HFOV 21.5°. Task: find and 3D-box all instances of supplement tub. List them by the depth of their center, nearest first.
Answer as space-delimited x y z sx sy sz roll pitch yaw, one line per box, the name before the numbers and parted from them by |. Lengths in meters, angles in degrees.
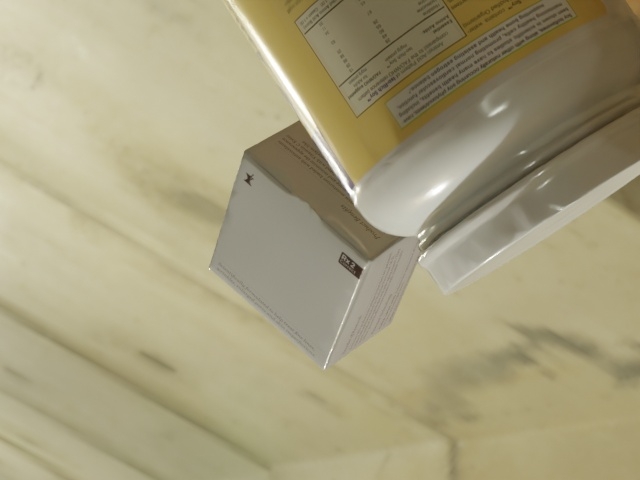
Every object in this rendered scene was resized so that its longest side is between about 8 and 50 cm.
supplement tub | 0.083 -0.153 1.204 0.241 0.331 0.241 -32 173 -4

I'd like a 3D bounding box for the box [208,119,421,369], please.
box | 0.000 0.000 1.748 0.119 0.181 0.182 -32 154 -39
